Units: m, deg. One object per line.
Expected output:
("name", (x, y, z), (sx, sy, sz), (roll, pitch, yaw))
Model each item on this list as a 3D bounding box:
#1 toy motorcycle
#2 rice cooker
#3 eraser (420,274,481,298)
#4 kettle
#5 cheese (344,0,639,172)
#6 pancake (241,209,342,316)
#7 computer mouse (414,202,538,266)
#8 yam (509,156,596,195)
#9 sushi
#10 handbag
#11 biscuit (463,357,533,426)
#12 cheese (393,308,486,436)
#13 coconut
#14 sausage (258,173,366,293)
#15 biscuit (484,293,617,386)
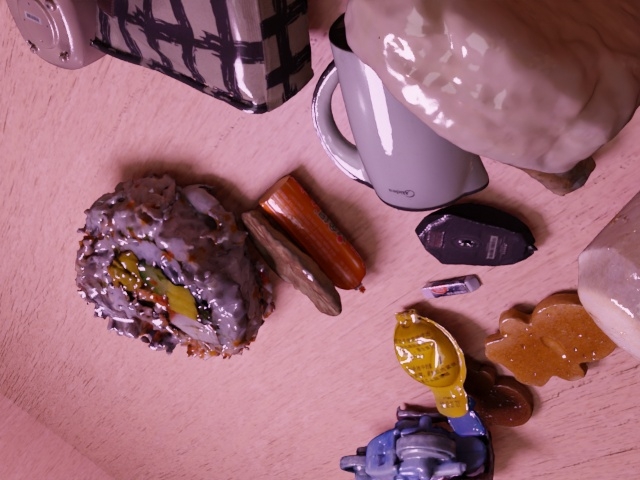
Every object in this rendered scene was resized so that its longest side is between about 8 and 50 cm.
("toy motorcycle", (0.200, 0.450, 1.308), (0.241, 0.182, 0.319), (41, 143, -7))
("rice cooker", (-0.374, -0.347, 0.971), (0.145, 0.127, 0.206), (19, 145, 16))
("eraser", (0.207, 0.076, 1.075), (0.099, 0.019, 0.027), (-13, 121, 41))
("kettle", (0.088, -0.160, 0.824), (0.221, 0.161, 0.236), (5, 134, 26))
("cheese", (0.162, -0.217, 0.609), (0.318, 0.326, 0.115), (5, 145, -27))
("pancake", (-0.047, 0.037, 1.121), (0.236, 0.042, 0.222), (31, 157, 56))
("computer mouse", (0.222, -0.010, 0.961), (0.172, 0.057, 0.099), (9, 132, 10))
("yam", (0.207, -0.123, 0.741), (0.317, 0.067, 0.071), (21, 133, -39))
("sushi", (-0.270, 0.069, 1.257), (0.417, 0.176, 0.418), (18, 136, 18))
("handbag", (-0.172, -0.352, 0.814), (0.327, 0.162, 0.325), (19, 135, 25))
("biscuit", (0.298, 0.267, 1.192), (0.175, 0.026, 0.124), (39, 137, -6))
("cheese", (0.202, 0.228, 1.156), (0.156, 0.064, 0.250), (-23, 96, 53))
("coconut", (0.419, 0.031, 0.770), (0.202, 0.222, 0.202), (49, 178, 3))
("sausage", (0.000, 0.000, 1.099), (0.071, 0.071, 0.234), (-25, 113, 45))
("biscuit", (0.360, 0.149, 1.035), (0.166, 0.036, 0.225), (36, 136, -3))
